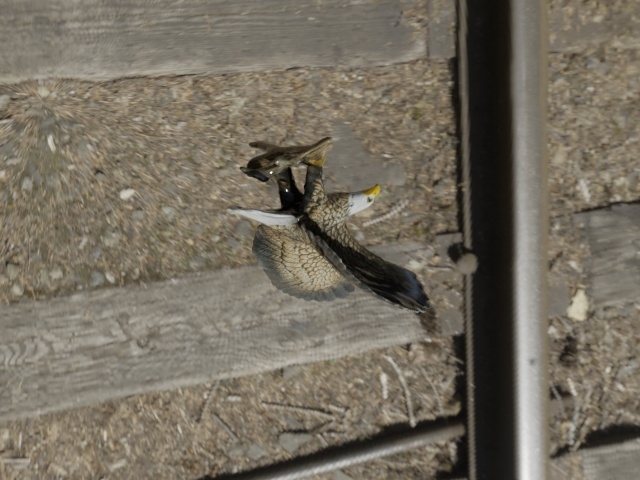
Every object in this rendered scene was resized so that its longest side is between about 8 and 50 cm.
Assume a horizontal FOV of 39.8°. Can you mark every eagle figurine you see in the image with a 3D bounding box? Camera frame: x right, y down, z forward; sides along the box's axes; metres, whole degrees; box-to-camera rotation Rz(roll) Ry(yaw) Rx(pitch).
[{"bbox_3d":[0.010,-0.004,1.278,0.225,0.226,0.298,-18,109,6],"label":"eagle figurine"}]
